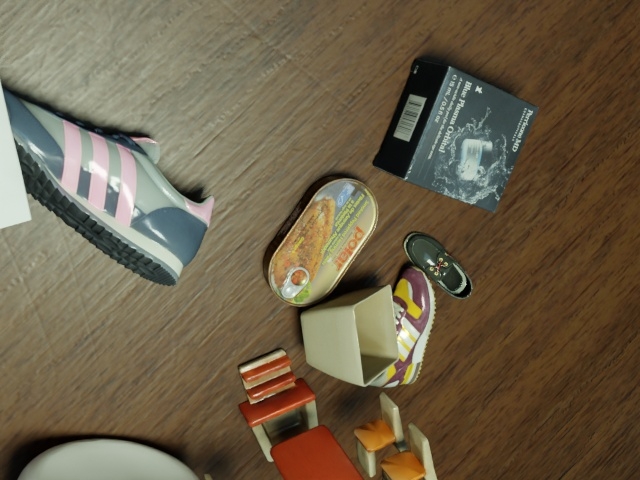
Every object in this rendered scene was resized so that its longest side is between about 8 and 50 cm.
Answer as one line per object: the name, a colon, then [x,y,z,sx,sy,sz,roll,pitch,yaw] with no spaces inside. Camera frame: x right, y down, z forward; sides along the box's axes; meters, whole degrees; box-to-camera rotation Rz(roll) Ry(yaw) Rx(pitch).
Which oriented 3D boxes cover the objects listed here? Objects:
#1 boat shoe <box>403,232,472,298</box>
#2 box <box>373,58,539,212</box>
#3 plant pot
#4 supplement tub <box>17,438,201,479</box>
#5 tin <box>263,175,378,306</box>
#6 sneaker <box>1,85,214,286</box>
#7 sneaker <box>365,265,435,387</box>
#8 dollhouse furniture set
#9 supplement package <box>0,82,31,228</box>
boat shoe: [0.173,0.036,1.121,0.049,0.042,0.133,-47,117,0]
box: [0.181,-0.139,1.037,0.158,0.093,0.156,16,100,-28]
plant pot: [0.035,0.124,1.041,0.109,0.096,0.109,-23,108,-57]
supplement tub: [-0.283,0.439,0.951,0.236,0.235,0.324,11,103,-26]
tin: [0.000,0.000,1.038,0.106,0.040,0.189,35,92,-24]
sneaker: [-0.259,-0.089,0.878,0.319,0.112,0.131,44,62,-25]
sneaker: [0.107,0.127,1.106,0.084,0.069,0.185,-2,107,-28]
dollhouse furniture set: [-0.023,0.264,0.989,0.262,0.259,0.135,-21,117,-16]
supplement package: [-0.398,-0.101,0.714,0.149,0.203,0.194,-22,114,-41]
